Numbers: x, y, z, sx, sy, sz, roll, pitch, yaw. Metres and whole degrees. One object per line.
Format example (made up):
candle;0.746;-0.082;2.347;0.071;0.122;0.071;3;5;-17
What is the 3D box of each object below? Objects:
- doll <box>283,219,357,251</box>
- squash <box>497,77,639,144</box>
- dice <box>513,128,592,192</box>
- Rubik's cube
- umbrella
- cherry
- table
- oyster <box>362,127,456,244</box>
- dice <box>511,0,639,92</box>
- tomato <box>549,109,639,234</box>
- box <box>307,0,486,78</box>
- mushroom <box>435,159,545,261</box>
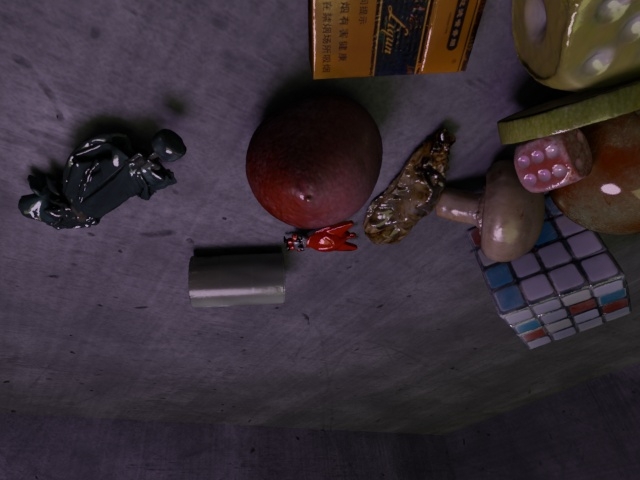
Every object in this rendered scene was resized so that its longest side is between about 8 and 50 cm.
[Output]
doll;0.000;0.000;0.949;0.168;0.057;0.109;-12;144;3
squash;0.411;-0.206;0.630;0.251;0.252;0.049;-16;101;10
dice;0.403;-0.141;0.701;0.091;0.094;0.093;-25;-177;-33
Rubik's cube;0.549;0.077;0.985;0.258;0.256;0.253;-29;137;23
umbrella;-0.374;-0.110;0.714;0.348;0.094;0.143;-22;159;26
cherry;-0.007;-0.115;0.667;0.239;0.240;0.206;-15;149;8
table;-0.197;0.096;0.979;0.219;0.126;0.126;-2;141;-8
oyster;0.188;-0.093;0.864;0.128;0.079;0.345;12;141;-11
dice;0.367;-0.317;0.530;0.169;0.166;0.169;-14;142;9
tomato;0.585;-0.125;0.760;0.270;0.223;0.270;-7;142;-6
box;0.101;-0.317;0.566;0.237;0.070;0.152;-3;141;-3
mushroom;0.357;-0.067;0.827;0.209;0.206;0.206;21;137;-2
